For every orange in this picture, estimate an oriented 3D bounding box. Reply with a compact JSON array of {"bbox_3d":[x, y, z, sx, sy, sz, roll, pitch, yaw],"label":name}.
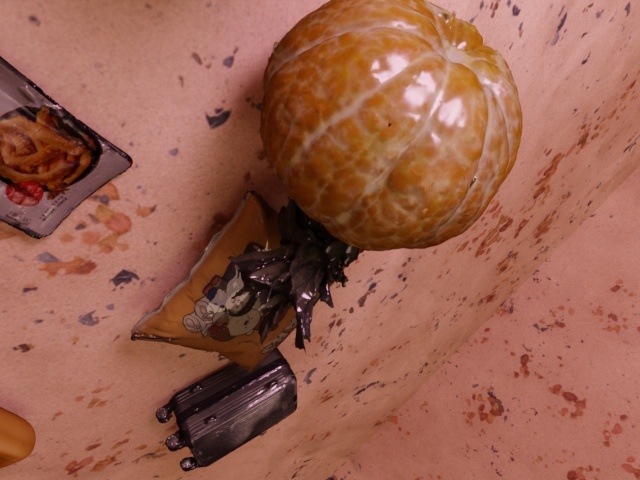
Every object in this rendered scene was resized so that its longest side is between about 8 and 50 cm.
[{"bbox_3d":[0.086,-0.147,0.521,0.329,0.329,0.249,-9,155,-37],"label":"orange"}]

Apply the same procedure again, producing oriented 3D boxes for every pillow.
[{"bbox_3d":[-0.118,0.095,0.754,0.310,0.119,0.312,-51,140,0],"label":"pillow"}]

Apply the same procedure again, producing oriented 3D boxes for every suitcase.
[{"bbox_3d":[-0.202,0.394,0.985,0.312,0.128,0.202,-24,141,-24],"label":"suitcase"}]

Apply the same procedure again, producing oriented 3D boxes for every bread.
[{"bbox_3d":[-0.518,0.262,0.601,0.092,0.074,0.239,-17,139,-5],"label":"bread"}]

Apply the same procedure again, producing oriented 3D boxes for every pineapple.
[{"bbox_3d":[0.000,-0.003,0.624,0.364,0.165,0.166,-47,158,-49],"label":"pineapple"}]

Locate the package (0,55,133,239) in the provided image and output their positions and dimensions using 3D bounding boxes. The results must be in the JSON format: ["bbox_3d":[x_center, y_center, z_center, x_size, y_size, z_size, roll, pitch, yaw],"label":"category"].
[{"bbox_3d":[-0.333,-0.101,0.432,0.154,0.030,0.239,-39,145,0],"label":"package"}]
